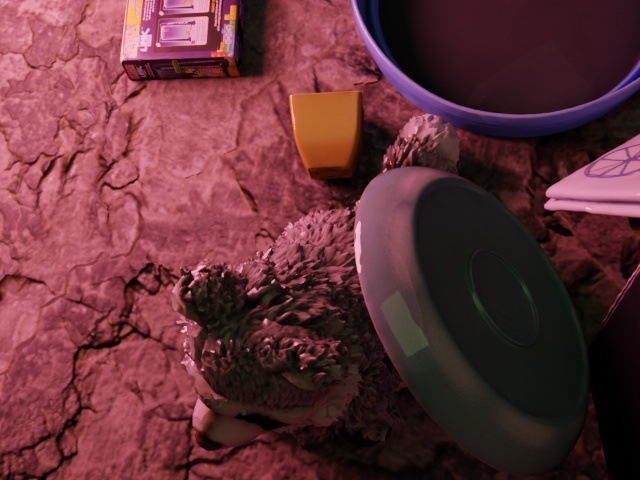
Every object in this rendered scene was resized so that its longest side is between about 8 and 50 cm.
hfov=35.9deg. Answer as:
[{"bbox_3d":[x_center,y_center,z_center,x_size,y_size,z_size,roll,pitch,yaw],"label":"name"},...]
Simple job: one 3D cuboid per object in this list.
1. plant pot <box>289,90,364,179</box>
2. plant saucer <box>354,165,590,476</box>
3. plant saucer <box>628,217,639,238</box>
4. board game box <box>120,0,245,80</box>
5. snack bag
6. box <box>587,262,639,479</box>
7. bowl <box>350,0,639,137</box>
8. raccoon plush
[{"bbox_3d":[0.010,-0.114,1.118,0.081,0.081,0.083,-3,78,4],"label":"plant pot"},{"bbox_3d":[0.158,0.060,0.922,0.044,0.318,0.317,-35,61,34],"label":"plant saucer"},{"bbox_3d":[0.433,-0.039,0.987,0.241,0.037,0.241,-6,27,3],"label":"plant saucer"},{"bbox_3d":[-0.166,-0.282,1.221,0.141,0.048,0.170,-1,67,7],"label":"board game box"},{"bbox_3d":[0.437,-0.106,0.960,0.343,0.323,0.037,-31,106,-22],"label":"snack bag"},{"bbox_3d":[0.514,0.248,0.799,0.472,0.297,0.479,-6,66,1],"label":"box"},{"bbox_3d":[0.232,-0.296,1.173,0.391,0.077,0.391,-2,67,5],"label":"bowl"},{"bbox_3d":[0.000,0.000,0.947,0.216,0.299,0.446,12,68,11],"label":"raccoon plush"}]
